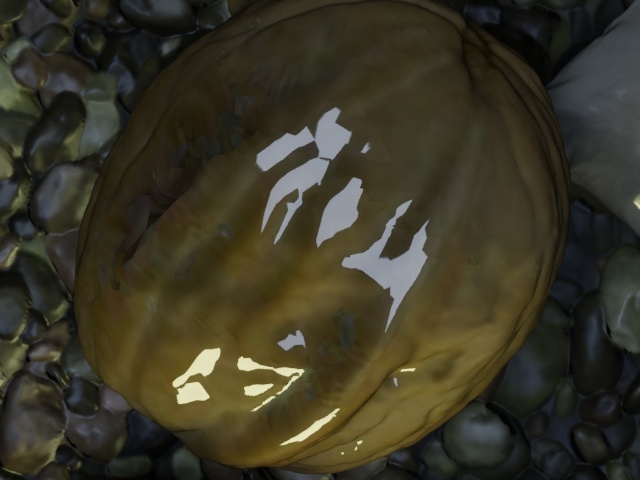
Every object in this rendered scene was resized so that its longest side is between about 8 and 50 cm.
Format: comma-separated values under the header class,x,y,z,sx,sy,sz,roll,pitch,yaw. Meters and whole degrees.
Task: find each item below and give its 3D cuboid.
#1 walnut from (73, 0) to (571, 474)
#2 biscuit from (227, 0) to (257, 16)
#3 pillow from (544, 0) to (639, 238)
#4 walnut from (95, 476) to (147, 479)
class,x,y,z,sx,sy,sz,roll,pitch,yaw
walnut,0.000,0.000,0.806,0.225,0.225,0.261,36,113,3
biscuit,0.039,-0.161,0.813,0.207,0.164,0.047,-14,62,11
pillow,0.244,-0.088,0.826,0.270,0.067,0.173,-44,87,13
walnut,-0.094,0.231,0.864,0.213,0.213,0.213,1,98,9
